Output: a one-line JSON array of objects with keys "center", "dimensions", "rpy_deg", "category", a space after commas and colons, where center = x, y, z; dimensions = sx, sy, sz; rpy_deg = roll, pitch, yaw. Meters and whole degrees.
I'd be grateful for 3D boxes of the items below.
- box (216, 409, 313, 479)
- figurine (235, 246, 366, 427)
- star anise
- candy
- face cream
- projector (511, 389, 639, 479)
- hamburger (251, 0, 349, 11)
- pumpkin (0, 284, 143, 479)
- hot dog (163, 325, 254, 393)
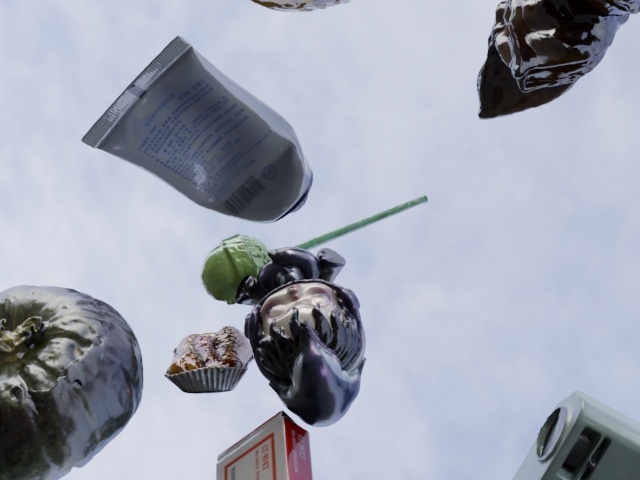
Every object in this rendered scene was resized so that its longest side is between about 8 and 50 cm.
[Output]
[{"center": [-0.061, 0.309, 1.187], "dimensions": [0.123, 0.229, 0.050], "rpy_deg": [-37, -55, 25], "category": "box"}, {"center": [-0.020, 0.117, 1.271], "dimensions": [0.145, 0.222, 0.145], "rpy_deg": [-6, -51, -8], "category": "figurine"}, {"center": [0.239, -0.241, 0.965], "dimensions": [0.108, 0.315, 0.315], "rpy_deg": [28, -49, 0], "category": "star anise"}, {"center": [0.000, 0.000, 1.421], "dimensions": [0.092, 0.336, 0.093], "rpy_deg": [38, -36, 56], "category": "candy"}, {"center": [-0.170, -0.154, 1.817], "dimensions": [0.235, 0.420, 0.137], "rpy_deg": [-43, -134, 15], "category": "face cream"}, {"center": [0.348, 0.345, 1.383], "dimensions": [0.198, 0.108, 0.250], "rpy_deg": [28, -82, -4], "category": "projector"}, {"center": [0.073, -0.479, 1.445], "dimensions": [0.287, 0.445, 0.268], "rpy_deg": [-3, -71, 62], "category": "hamburger"}, {"center": [-0.298, 0.139, 1.078], "dimensions": [0.238, 0.238, 0.159], "rpy_deg": [17, -52, 30], "category": "pumpkin"}, {"center": [-0.139, 0.150, 1.366], "dimensions": [0.108, 0.191, 0.059], "rpy_deg": [-3, -81, -2], "category": "hot dog"}]
